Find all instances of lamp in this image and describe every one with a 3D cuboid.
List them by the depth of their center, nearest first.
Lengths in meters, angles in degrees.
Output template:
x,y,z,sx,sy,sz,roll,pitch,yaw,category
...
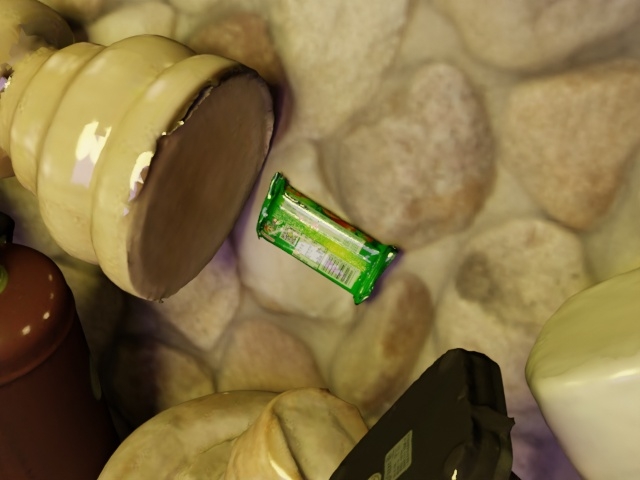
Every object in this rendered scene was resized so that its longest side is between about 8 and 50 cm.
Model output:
x,y,z,sx,sy,sz,roll,pitch,yaw,category
0.113,0.174,0.519,0.124,0.203,0.283,-32,108,15,lamp

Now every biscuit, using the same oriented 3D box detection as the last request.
x,y,z,sx,sy,sz,roll,pitch,yaw,category
0.000,0.000,0.623,0.089,0.016,0.046,32,119,7,biscuit

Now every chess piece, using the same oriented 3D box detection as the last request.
x,y,z,sx,sy,sz,roll,pitch,yaw,category
-0.168,-0.084,0.605,0.260,0.142,0.143,28,120,19,chess piece

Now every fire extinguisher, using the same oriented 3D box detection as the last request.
x,y,z,sx,sy,sz,roll,pitch,yaw,category
-0.188,0.115,0.625,0.105,0.141,0.341,5,135,10,fire extinguisher

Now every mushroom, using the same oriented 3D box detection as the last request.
x,y,z,sx,sy,sz,roll,pitch,yaw,category
-0.032,0.185,0.605,0.206,0.206,0.209,58,153,-7,mushroom

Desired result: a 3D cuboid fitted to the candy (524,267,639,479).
x,y,z,sx,sy,sz,roll,pitch,yaw,category
0.297,0.063,0.450,0.358,0.145,0.208,-26,101,30,candy
